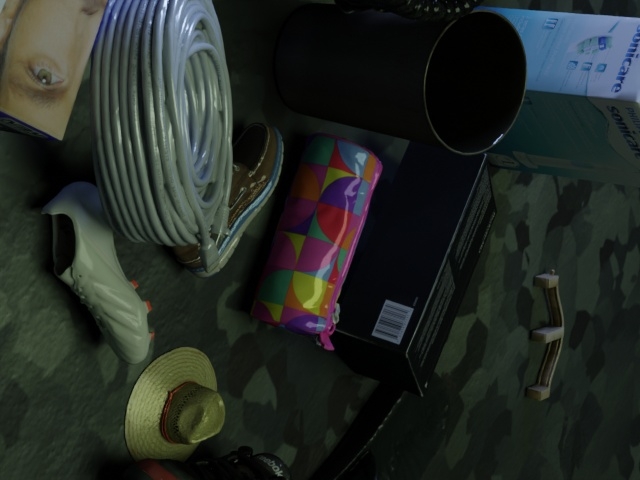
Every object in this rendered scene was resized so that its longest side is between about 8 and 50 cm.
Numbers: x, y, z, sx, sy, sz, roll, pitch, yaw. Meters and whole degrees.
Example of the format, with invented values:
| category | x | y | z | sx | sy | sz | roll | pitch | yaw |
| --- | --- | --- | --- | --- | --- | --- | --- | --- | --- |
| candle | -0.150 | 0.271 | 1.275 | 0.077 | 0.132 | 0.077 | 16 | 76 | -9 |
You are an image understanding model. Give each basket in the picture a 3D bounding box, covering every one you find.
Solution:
| category | x | y | z | sx | sy | sz | roll | pitch | yaw |
| --- | --- | --- | --- | --- | --- | --- | --- | --- | --- |
| basket | 0.078 | -0.186 | 1.768 | 0.204 | 0.227 | 0.154 | -4 | 103 | -52 |

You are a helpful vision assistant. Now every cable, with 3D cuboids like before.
| category | x | y | z | sx | sy | sz | roll | pitch | yaw |
| --- | --- | --- | --- | --- | --- | --- | --- | --- | --- |
| cable | -0.148 | -0.123 | 1.542 | 0.257 | 0.089 | 0.257 | 67 | 25 | -64 |

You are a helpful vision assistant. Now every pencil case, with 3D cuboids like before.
| category | x | y | z | sx | sy | sz | roll | pitch | yaw |
| --- | --- | --- | --- | --- | --- | --- | --- | --- | --- |
| pencil case | 0.000 | 0.000 | 1.824 | 0.104 | 0.104 | 0.236 | 24 | 79 | -52 |

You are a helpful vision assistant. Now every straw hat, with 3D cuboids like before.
| category | x | y | z | sx | sy | sz | roll | pitch | yaw |
| --- | --- | --- | --- | --- | --- | --- | --- | --- | --- |
| straw hat | -0.136 | 0.185 | 1.723 | 0.144 | 0.061 | 0.144 | -19 | 114 | -50 |

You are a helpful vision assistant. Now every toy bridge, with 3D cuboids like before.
| category | x | y | z | sx | sy | sz | roll | pitch | yaw |
| --- | --- | --- | --- | --- | --- | --- | --- | --- | --- |
| toy bridge | 0.330 | 0.134 | 2.349 | 0.063 | 0.026 | 0.188 | -11 | 107 | -54 |

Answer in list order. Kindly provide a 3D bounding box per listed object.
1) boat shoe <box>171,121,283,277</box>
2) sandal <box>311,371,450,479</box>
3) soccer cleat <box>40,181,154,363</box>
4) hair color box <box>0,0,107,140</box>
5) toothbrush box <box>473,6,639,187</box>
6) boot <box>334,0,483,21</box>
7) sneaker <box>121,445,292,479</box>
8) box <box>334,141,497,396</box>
| category | x | y | z | sx | sy | sz | roll | pitch | yaw |
| --- | --- | --- | --- | --- | --- | --- | --- | --- | --- |
| boat shoe | -0.099 | -0.052 | 1.707 | 0.066 | 0.066 | 0.183 | 43 | 65 | -47 |
| sandal | 0.053 | 0.342 | 1.972 | 0.446 | 0.107 | 0.167 | -57 | 138 | -26 |
| soccer cleat | -0.221 | 0.038 | 1.577 | 0.076 | 0.068 | 0.196 | -31 | 116 | -39 |
| hair color box | -0.264 | -0.277 | 1.403 | 0.185 | 0.110 | 0.339 | 26 | 79 | -53 |
| toothbrush box | 0.322 | -0.178 | 2.036 | 0.216 | 0.295 | 0.126 | 46 | 63 | -47 |
| boot | 0.087 | -0.321 | 1.718 | 0.348 | 0.260 | 0.131 | -33 | 123 | -43 |
| sneaker | -0.107 | 0.271 | 1.731 | 0.135 | 0.097 | 0.276 | -50 | 141 | 0 |
| box | 0.117 | 0.032 | 1.939 | 0.184 | 0.103 | 0.261 | 62 | 49 | -65 |
